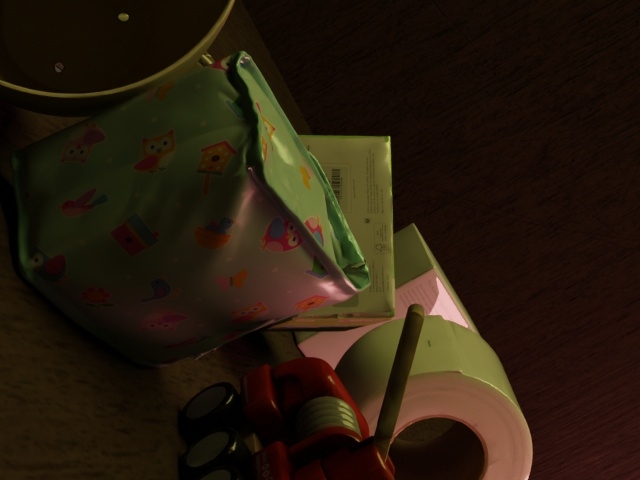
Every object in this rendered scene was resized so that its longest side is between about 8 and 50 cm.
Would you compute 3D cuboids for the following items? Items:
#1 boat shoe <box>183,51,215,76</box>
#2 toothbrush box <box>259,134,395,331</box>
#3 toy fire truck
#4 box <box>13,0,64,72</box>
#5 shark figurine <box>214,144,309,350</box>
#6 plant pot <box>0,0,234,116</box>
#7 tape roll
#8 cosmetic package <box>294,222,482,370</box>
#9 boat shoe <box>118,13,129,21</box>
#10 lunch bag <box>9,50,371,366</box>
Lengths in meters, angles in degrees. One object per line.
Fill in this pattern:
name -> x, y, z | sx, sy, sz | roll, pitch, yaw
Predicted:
boat shoe -> -0.117, -0.132, 2.048 | 0.324, 0.116, 0.097 | 55, 10, 1
toothbrush box -> 0.000, 0.000, 1.674 | 0.283, 0.122, 0.206 | 146, -57, -80
toy fire truck -> 0.005, 0.154, 1.200 | 0.158, 0.246, 0.217 | 58, 7, -22
box -> -0.320, -0.272, 1.422 | 0.233, 0.044, 0.159 | 63, 8, 18
shark figurine -> -0.113, -0.003, 1.504 | 0.278, 0.116, 0.166 | 112, 1, -50
plant pot -> -0.212, -0.222, 1.223 | 0.284, 0.284, 0.191 | 62, -14, 11
tape roll -> 0.133, 0.239, 1.800 | 0.246, 0.246, 0.169 | 58, 8, -20
cosmetic package -> 0.103, 0.136, 2.071 | 0.224, 0.224, 0.138 | 57, 8, -31
boat shoe -> -0.251, -0.275, 1.691 | 0.098, 0.109, 0.302 | -71, 137, -82
lunch bag -> -0.098, -0.001, 1.185 | 0.262, 0.223, 0.160 | 53, 18, -51
